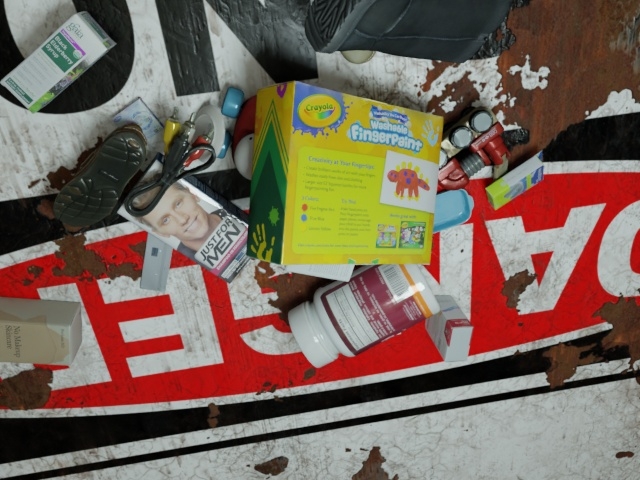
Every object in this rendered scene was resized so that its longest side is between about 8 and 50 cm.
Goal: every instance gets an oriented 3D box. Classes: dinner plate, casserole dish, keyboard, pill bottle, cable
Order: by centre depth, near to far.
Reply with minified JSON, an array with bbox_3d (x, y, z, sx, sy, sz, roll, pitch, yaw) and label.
[{"bbox_3d":[-0.351,-0.167,1.289,0.139,0.072,0.287,29,110,-18],"label":"cable"},{"bbox_3d":[-0.280,-0.260,1.314,0.017,0.141,0.141,-1,124,-48],"label":"dinner plate"},{"bbox_3d":[-0.452,0.033,1.505,0.072,0.014,0.256,13,114,-8],"label":"keyboard"},{"bbox_3d":[0.341,-0.086,1.538,0.188,0.037,0.114,-19,118,3],"label":"casserole dish"},{"bbox_3d":[0.121,0.194,1.545,0.392,0.224,0.224,-29,117,8],"label":"pill bottle"}]

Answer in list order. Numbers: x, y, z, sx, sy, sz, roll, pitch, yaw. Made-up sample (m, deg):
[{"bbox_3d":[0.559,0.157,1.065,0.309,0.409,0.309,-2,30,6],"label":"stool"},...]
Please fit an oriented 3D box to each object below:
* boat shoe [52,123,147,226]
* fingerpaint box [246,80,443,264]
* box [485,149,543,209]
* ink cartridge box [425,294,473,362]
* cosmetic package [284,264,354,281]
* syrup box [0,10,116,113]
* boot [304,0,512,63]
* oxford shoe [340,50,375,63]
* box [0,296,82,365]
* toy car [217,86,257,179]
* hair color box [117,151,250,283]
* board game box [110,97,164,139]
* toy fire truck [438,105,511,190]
[{"bbox_3d":[-0.534,-0.161,1.335,0.324,0.120,0.122,-39,122,21],"label":"boat shoe"},{"bbox_3d":[0.065,-0.134,1.249,0.445,0.163,0.371,1,96,-37],"label":"fingerpaint box"},{"bbox_3d":[0.547,-0.164,1.493,0.178,0.042,0.109,-34,154,9],"label":"box"},{"bbox_3d":[0.389,0.265,1.645,0.072,0.175,0.127,-2,117,-10],"label":"ink cartridge box"},{"bbox_3d":[0.000,0.000,1.469,0.184,0.151,0.151,11,114,-14],"label":"cosmetic package"},{"bbox_3d":[-0.587,-0.403,1.216,0.237,0.096,0.093,-35,116,11],"label":"syrup box"},{"bbox_3d":[0.239,-0.500,1.075,0.445,0.367,0.146,-7,77,-34],"label":"boot"},{"bbox_3d":[0.059,-0.554,1.162,0.141,0.146,0.397,3,134,15],"label":"oxford shoe"},{"bbox_3d":[-0.839,0.248,1.497,0.311,0.121,0.148,5,115,-10],"label":"box"},{"bbox_3d":[-0.141,-0.229,1.285,0.219,0.238,0.210,16,113,-16],"label":"toy car"},{"bbox_3d":[-0.329,-0.054,1.414,0.347,0.105,0.174,36,100,-22],"label":"hair color box"},{"bbox_3d":[-0.452,-0.290,1.334,0.090,0.020,0.090,-32,117,9],"label":"board game box"},{"bbox_3d":[0.407,-0.206,1.440,0.217,0.158,0.246,-39,105,12],"label":"toy fire truck"}]
